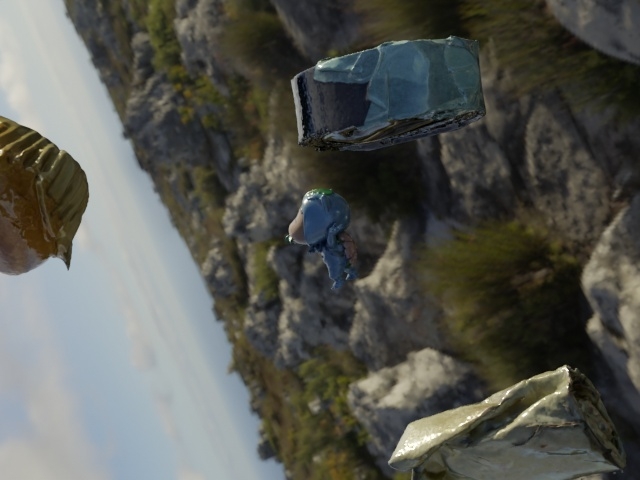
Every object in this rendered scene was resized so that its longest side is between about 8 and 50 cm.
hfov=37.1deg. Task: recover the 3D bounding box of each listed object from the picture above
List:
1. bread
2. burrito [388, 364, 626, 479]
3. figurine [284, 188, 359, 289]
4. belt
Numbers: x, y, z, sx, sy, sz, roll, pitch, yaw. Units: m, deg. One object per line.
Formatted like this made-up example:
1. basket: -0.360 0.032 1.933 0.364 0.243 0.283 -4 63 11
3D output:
1. bread: -0.514 -0.086 1.291 0.183 0.389 0.236 -63 -19 -49
2. burrito: 0.281 0.311 1.483 0.190 0.332 0.135 47 -149 -40
3. figurine: -0.002 0.000 1.706 0.178 0.145 0.114 69 -154 -9
4. belt: 0.061 -0.133 0.877 0.198 0.151 0.078 -9 87 44
